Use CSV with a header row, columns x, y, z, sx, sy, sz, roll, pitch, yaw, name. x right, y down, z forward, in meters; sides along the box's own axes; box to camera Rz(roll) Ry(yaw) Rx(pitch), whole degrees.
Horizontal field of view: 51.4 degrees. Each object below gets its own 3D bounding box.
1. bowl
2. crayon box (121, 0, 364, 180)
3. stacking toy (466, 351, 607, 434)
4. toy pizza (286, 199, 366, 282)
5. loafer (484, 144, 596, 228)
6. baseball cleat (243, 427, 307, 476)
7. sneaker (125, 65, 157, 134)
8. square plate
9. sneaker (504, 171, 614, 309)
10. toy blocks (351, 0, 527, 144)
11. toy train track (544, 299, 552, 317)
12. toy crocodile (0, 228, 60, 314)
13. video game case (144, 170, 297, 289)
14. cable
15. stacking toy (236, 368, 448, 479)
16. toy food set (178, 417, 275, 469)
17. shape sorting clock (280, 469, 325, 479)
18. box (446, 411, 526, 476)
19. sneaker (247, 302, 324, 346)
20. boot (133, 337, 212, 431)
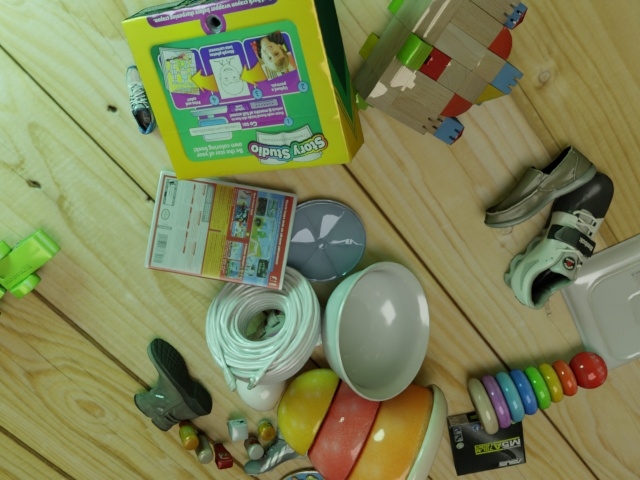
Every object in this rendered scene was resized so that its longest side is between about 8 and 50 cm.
x,y,z,sx,sy,sz,roll,pitch,yaw,name
0.099,0.193,1.467,0.134,0.298,0.298,1,130,47,bowl
-0.132,-0.281,1.195,0.362,0.106,0.313,-3,121,21,crayon box
0.533,0.352,1.621,0.330,0.141,0.141,-21,117,2,stacking toy
0.000,0.000,1.451,0.201,0.032,0.201,-2,116,-4,toy pizza
0.447,-0.115,1.398,0.251,0.094,0.087,-33,103,8,loafer
-0.112,0.531,1.709,0.205,0.072,0.110,-21,104,1,baseball cleat
-0.341,-0.266,1.274,0.052,0.058,0.135,-10,117,1,sneaker
0.770,0.141,1.568,0.347,0.049,0.344,-26,117,9,square plate
0.537,0.014,1.434,0.122,0.146,0.331,23,112,-13,sneaker
0.250,-0.337,1.231,0.260,0.191,0.381,23,115,-28,toy blocks
0.536,0.151,1.576,0.048,0.014,0.083,-22,117,8,toy train track
-0.699,0.093,1.421,0.340,0.105,0.115,-39,113,10,toy crocodile
-0.203,-0.020,1.372,0.285,0.025,0.204,10,89,-5,video game case
-0.119,0.178,1.414,0.257,0.257,0.089,-35,144,-4,cable
0.023,0.411,1.555,0.479,0.351,0.351,27,114,1,stacking toy
-0.238,0.498,1.677,0.232,0.104,0.111,-5,105,-21,toy food set
-0.028,0.708,1.813,0.206,0.040,0.206,-2,117,-3,shape sorting clock
0.437,0.527,1.749,0.190,0.045,0.184,-12,115,3,box
-0.094,0.199,1.518,0.252,0.103,0.111,-20,113,-1,sneaker
-0.384,0.357,1.588,0.161,0.083,0.247,-23,115,14,boot
